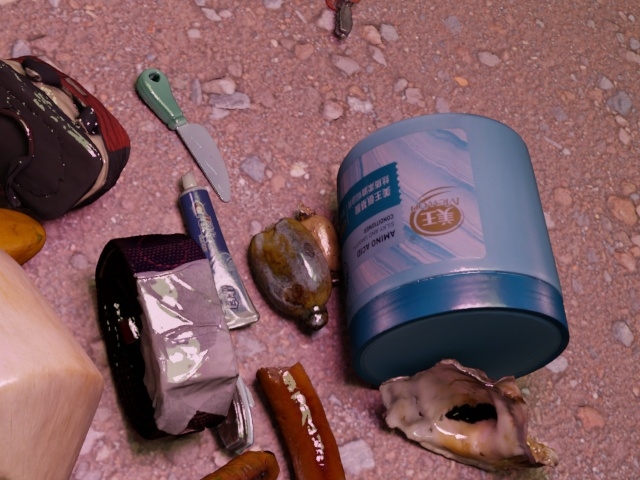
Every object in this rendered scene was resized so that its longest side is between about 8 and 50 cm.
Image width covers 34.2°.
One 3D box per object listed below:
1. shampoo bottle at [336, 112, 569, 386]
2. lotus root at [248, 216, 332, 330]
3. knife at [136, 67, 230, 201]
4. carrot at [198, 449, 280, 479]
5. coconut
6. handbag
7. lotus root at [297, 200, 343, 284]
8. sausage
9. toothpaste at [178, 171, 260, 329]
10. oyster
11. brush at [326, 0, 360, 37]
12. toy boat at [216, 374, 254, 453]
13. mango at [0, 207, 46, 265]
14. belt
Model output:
[{"bbox_3d":[0.198,0.023,1.641,0.331,0.331,0.343,9,58,-23],"label":"shampoo bottle"},{"bbox_3d":[-0.041,0.055,1.649,0.113,0.088,0.192,-27,74,-4],"label":"lotus root"},{"bbox_3d":[-0.217,-0.177,1.734,0.063,0.034,0.260,-35,88,-44],"label":"knife"},{"bbox_3d":[-0.150,0.345,1.404,0.260,0.070,0.070,-14,69,-52],"label":"carrot"},{"bbox_3d":[-0.441,0.188,1.185,0.344,0.415,0.415,-34,81,-7],"label":"coconut"},{"bbox_3d":[-0.405,-0.156,1.501,0.254,0.181,0.181,42,12,-3],"label":"handbag"},{"bbox_3d":[0.000,0.000,1.720,0.072,0.063,0.152,-22,78,-25],"label":"lotus root"},{"bbox_3d":[-0.017,0.312,1.515,0.103,0.076,0.302,15,50,-52],"label":"sausage"},{"bbox_3d":[-0.172,0.015,1.636,0.069,0.047,0.268,-5,68,-43],"label":"toothpaste"},{"bbox_3d":[0.236,0.269,1.616,0.275,0.271,0.100,7,54,14],"label":"oyster"},{"bbox_3d":[0.043,-0.520,2.050,0.070,0.051,0.323,20,52,-24],"label":"brush"},{"bbox_3d":[-0.124,0.242,1.524,0.066,0.059,0.140,19,45,-52],"label":"toy boat"},{"bbox_3d":[-0.478,0.010,1.417,0.227,0.147,0.109,-11,93,-37],"label":"mango"},{"bbox_3d":[-0.207,0.129,1.467,0.164,0.184,0.289,-6,71,-35],"label":"belt"}]
